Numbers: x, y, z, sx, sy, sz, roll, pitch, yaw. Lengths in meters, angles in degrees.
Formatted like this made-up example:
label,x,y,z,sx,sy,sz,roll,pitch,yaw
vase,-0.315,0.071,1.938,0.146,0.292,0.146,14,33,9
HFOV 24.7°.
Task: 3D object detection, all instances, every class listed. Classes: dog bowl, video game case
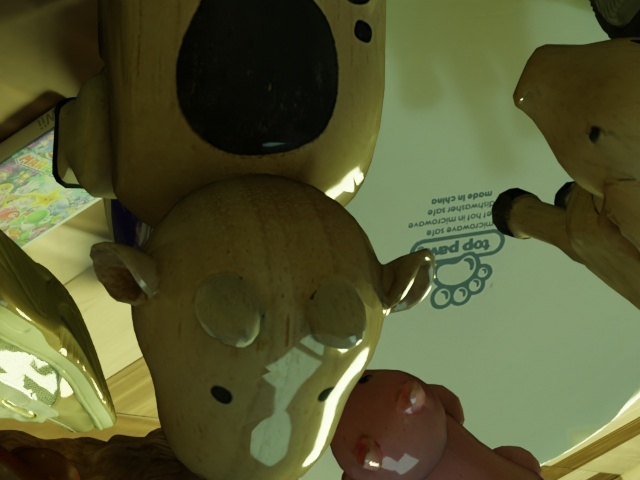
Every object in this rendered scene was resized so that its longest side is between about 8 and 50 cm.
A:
label,x,y,z,sx,sy,sz,roll,pitch,yaw
dog bowl,0.044,-0.018,0.632,0.265,0.104,0.265,-9,122,-14
video game case,-0.148,-0.021,0.709,0.122,0.011,0.087,-32,159,13

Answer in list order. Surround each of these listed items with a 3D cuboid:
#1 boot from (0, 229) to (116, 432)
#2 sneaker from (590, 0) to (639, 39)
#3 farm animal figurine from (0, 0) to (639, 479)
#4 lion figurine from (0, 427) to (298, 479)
label,x,y,z,sx,sy,sz,roll,pitch,yaw
boot,-0.204,0.075,0.749,0.165,0.077,0.213,-27,155,-1
sneaker,0.179,-0.157,0.481,0.132,0.086,0.228,-23,148,-32
farm animal figurine,0.002,-0.022,0.422,0.330,0.326,0.172,-16,-175,-15
lion figurine,-0.207,0.104,0.580,0.240,0.392,0.142,-58,-179,13
